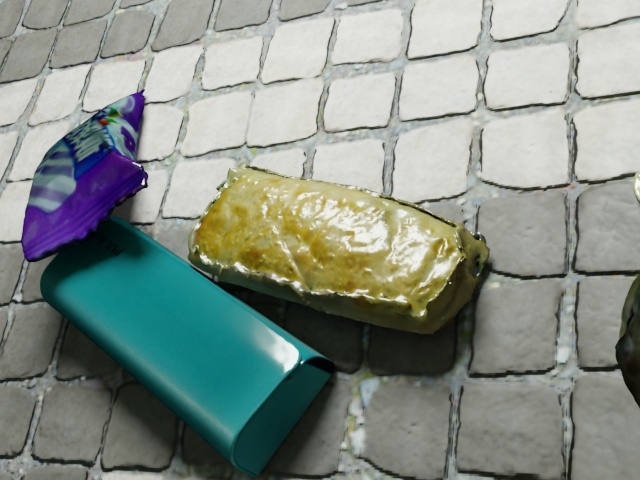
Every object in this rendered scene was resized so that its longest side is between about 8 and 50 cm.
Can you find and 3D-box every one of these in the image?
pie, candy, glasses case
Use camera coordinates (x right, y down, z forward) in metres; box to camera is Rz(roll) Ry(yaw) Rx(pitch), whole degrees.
[{"bbox_3d":[0.000,0.000,0.755,0.282,0.068,0.129,15,66,33],"label":"pie"},{"bbox_3d":[-0.239,-0.078,0.900,0.145,0.070,0.275,-30,31,6],"label":"candy"},{"bbox_3d":[-0.134,0.077,0.781,0.301,0.070,0.117,28,76,38],"label":"glasses case"}]

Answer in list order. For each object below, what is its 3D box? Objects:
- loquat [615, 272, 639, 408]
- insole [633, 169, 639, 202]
[{"bbox_3d":[0.284,0.074,0.499,0.227,0.179,0.179,36,81,34],"label":"loquat"},{"bbox_3d":[0.346,-0.107,0.676,0.248,0.011,0.081,-42,52,-1],"label":"insole"}]
